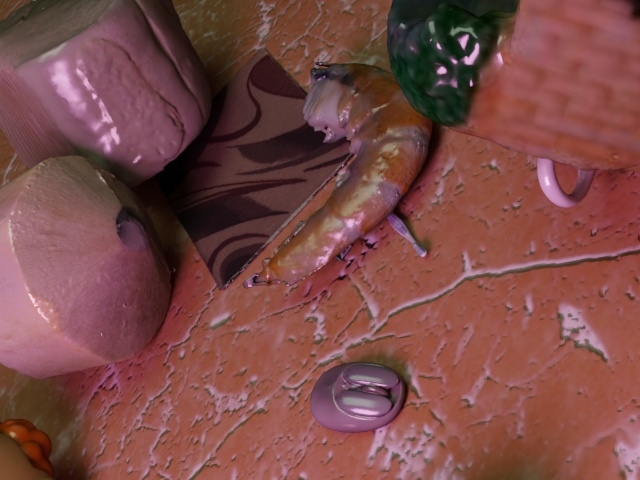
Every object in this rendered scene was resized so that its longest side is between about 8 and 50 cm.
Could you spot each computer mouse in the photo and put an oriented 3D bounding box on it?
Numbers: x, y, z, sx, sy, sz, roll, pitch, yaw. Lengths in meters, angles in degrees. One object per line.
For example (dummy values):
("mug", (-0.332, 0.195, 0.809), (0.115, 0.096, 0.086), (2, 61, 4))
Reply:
("computer mouse", (0.029, 0.138, 1.179), (0.096, 0.039, 0.066), (-9, 52, 43))

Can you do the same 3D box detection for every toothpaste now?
("toothpaste", (0.000, 0.000, 1.359), (0.020, 0.017, 0.083), (-53, 35, -9))

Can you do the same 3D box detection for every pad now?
("pad", (-0.092, -0.095, 1.559), (0.220, 0.004, 0.330), (-47, 35, 6))

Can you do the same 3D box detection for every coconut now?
("coconut", (-0.286, 0.030, 1.471), (0.244, 0.239, 0.239), (-19, 45, 36))

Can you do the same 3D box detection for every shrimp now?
("shrimp", (0.033, -0.076, 1.354), (0.185, 0.068, 0.287), (-12, 53, 40))

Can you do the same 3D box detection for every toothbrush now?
("toothbrush", (0.076, -0.016, 1.294), (0.011, 0.013, 0.131), (-42, 33, 3))

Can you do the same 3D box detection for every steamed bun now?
("steamed bun", (-0.278, -0.206, 1.672), (0.236, 0.247, 0.383), (-38, 23, -19))

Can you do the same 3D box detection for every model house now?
("model house", (0.237, -0.290, 0.962), (0.343, 0.334, 0.382), (101, -176, -53))

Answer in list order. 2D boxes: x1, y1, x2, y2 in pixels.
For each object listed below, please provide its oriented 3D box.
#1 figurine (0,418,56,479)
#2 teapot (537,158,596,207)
("figurine", (-0.332, 0.307, 1.297), (0.382, 0.205, 0.225), (32, 90, 47))
("teapot", (0.232, -0.131, 1.142), (0.159, 0.116, 0.246), (-8, 49, 29))
